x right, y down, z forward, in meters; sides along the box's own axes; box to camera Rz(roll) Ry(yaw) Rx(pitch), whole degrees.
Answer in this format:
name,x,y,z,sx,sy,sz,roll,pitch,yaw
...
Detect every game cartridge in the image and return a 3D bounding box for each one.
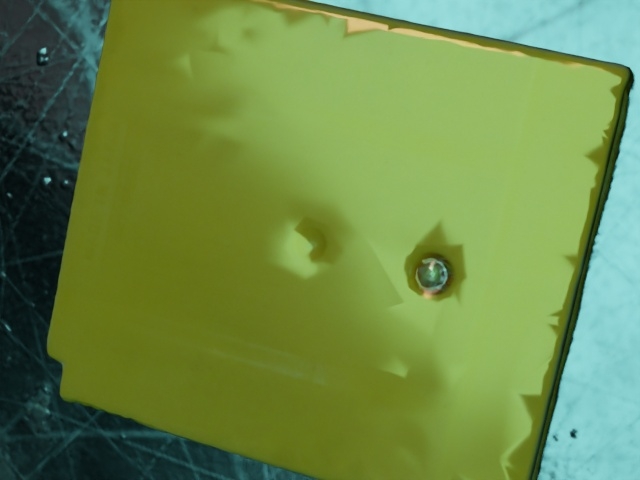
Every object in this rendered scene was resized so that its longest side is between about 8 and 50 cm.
name,x,y,z,sx,sy,sz,roll,pitch,yaw
game cartridge,0.000,0.000,0.791,0.323,0.052,0.285,15,98,16
